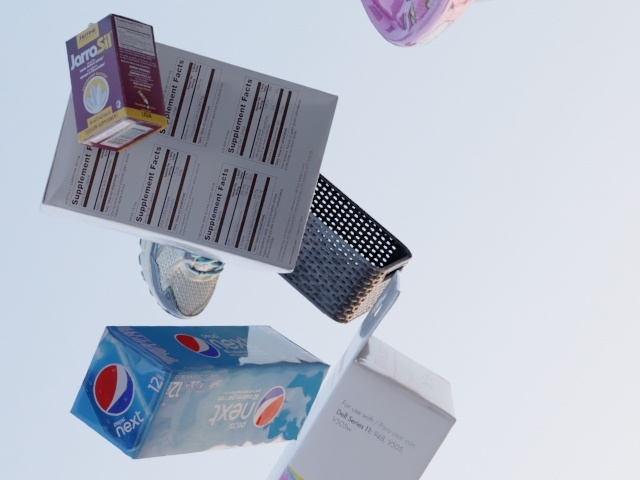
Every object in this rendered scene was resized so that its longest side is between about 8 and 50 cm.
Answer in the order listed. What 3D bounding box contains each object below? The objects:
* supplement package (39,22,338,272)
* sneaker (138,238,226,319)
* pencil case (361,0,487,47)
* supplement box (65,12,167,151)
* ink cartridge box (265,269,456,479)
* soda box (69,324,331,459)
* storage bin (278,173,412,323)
[{"bbox_3d":[-0.115,-0.069,1.265,0.203,0.194,0.149,15,-93,-10],"label":"supplement package"},{"bbox_3d":[-0.140,-0.026,1.879,0.110,0.122,0.283,-3,-67,-37],"label":"sneaker"},{"bbox_3d":[0.182,-0.199,0.669,0.386,0.160,0.167,-16,-54,-18],"label":"pencil case"},{"bbox_3d":[-0.149,-0.114,1.114,0.043,0.055,0.083,11,-118,-48],"label":"supplement box"},{"bbox_3d":[0.031,0.215,1.513,0.119,0.353,0.207,31,-174,0],"label":"ink cartridge box"},{"bbox_3d":[-0.082,0.107,1.119,0.210,0.067,0.071,6,-69,-58],"label":"soda box"},{"bbox_3d":[0.000,0.000,1.737,0.180,0.084,0.122,41,-159,12],"label":"storage bin"}]
